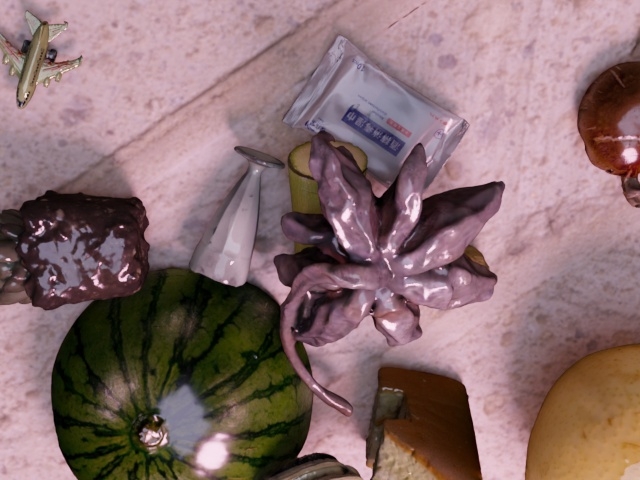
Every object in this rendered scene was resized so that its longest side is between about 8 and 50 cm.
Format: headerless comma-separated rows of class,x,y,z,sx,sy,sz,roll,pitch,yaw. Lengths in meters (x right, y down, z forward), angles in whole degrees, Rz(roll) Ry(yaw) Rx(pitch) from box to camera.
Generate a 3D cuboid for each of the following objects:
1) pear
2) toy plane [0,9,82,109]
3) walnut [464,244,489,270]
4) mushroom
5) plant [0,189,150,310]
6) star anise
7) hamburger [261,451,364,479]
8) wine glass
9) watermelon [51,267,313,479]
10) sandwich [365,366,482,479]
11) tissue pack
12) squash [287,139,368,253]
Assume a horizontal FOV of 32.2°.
pear,0.386,0.267,1.303,0.309,0.309,0.309,-1,105,-3
toy plane,-0.327,-0.203,1.266,0.102,0.040,0.111,18,104,-6
walnut,0.159,0.042,1.335,0.092,0.092,0.092,-1,105,-3
mushroom,0.371,-0.123,1.302,0.135,0.080,0.171,-4,102,9
plant,-0.298,0.010,1.275,0.194,0.132,0.129,-4,98,0
star anise,0.070,0.039,1.221,0.315,0.139,0.359,-22,123,16
hamburger,-0.018,0.303,1.301,0.140,0.062,0.133,-38,146,10
wine glass,-0.097,-0.030,1.311,0.073,0.073,0.155,19,99,-7
watermelon,-0.161,0.212,1.317,0.330,0.189,0.331,0,110,-1
sandwich,0.122,0.269,1.315,0.128,0.236,0.122,11,116,-7
tissue pack,0.067,-0.140,1.309,0.193,0.026,0.123,33,102,-8
squash,0.000,0.000,1.308,0.094,0.094,0.224,4,119,-4
